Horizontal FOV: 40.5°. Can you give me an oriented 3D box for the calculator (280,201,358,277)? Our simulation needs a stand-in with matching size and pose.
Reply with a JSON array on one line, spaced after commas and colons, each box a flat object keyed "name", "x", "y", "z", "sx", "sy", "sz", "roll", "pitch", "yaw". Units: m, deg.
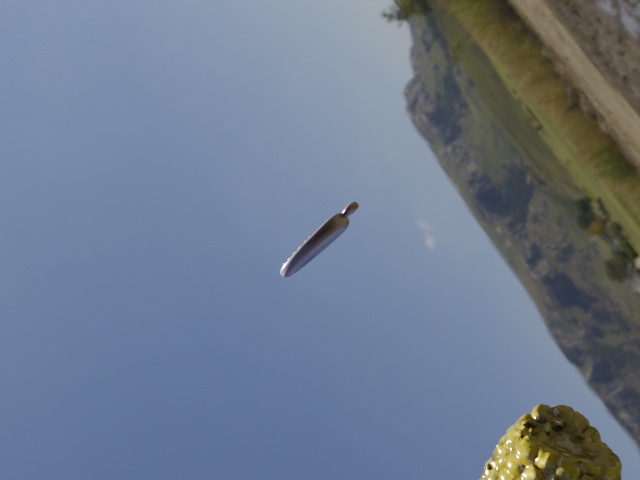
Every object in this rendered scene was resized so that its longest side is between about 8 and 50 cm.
[{"name": "calculator", "x": 0.000, "y": 0.000, "z": 1.371, "sx": 0.024, "sy": 0.166, "sz": 0.103, "roll": 48, "pitch": -171, "yaw": 8}]

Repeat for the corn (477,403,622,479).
[{"name": "corn", "x": 0.127, "y": 0.263, "z": 0.620, "sx": 0.115, "sy": 0.317, "sz": 0.115, "roll": 16, "pitch": -161, "yaw": -6}]
